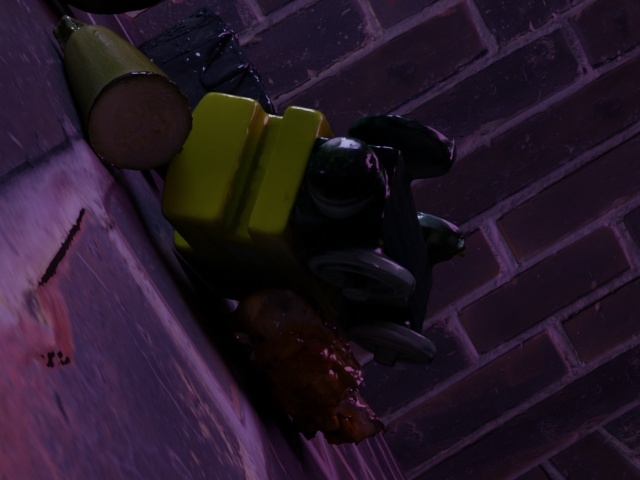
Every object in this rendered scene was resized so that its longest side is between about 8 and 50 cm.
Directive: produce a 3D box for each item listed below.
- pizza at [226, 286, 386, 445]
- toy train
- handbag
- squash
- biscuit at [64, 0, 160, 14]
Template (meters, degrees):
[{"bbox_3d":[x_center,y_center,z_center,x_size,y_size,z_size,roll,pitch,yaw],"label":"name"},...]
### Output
[{"bbox_3d":[-0.021,0.137,0.906,0.161,0.085,0.305,40,-17,30],"label":"pizza"},{"bbox_3d":[0.000,-0.001,0.948,0.442,0.272,0.179,62,42,-66],"label":"toy train"},{"bbox_3d":[-0.158,-0.179,1.080,0.089,0.175,0.270,57,2,-46],"label":"handbag"},{"bbox_3d":[-0.203,-0.158,0.844,0.224,0.094,0.094,49,-8,43],"label":"squash"},{"bbox_3d":[-0.252,-0.415,1.108,0.366,0.115,0.268,-55,140,-51],"label":"biscuit"}]
